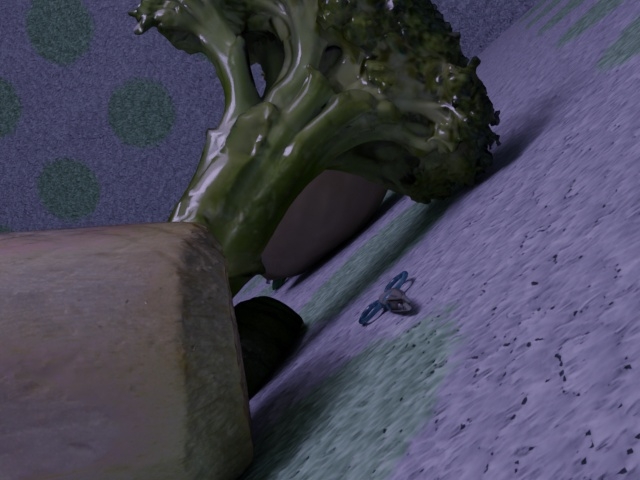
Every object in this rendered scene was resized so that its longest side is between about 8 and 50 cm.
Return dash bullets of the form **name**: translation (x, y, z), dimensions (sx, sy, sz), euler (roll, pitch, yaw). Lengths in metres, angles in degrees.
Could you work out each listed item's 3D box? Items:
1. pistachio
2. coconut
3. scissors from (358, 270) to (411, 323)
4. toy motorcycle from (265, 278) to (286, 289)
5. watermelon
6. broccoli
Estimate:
- **pistachio**: translation (-0.010, -0.079, 1.202), dimensions (0.226, 0.207, 0.331), euler (16, -64, -43)
- **coconut**: translation (-0.177, 0.102, 0.581), dimensions (0.245, 0.239, 0.239), euler (-9, 1, -7)
- **scissors**: translation (0.055, 0.046, 0.614), dimensions (0.058, 0.014, 0.119), euler (-47, 2, -4)
- **toy motorcycle**: translation (-0.051, 0.000, 1.351), dimensions (0.190, 0.106, 0.074), euler (-44, 27, 20)
- **watermelon**: translation (-0.085, 0.111, 0.804), dimensions (0.181, 0.075, 0.092), euler (-47, 3, -31)
- **broccoli**: translation (0.000, -0.091, 0.796), dimensions (0.353, 0.396, 0.275), euler (-3, -24, 15)
